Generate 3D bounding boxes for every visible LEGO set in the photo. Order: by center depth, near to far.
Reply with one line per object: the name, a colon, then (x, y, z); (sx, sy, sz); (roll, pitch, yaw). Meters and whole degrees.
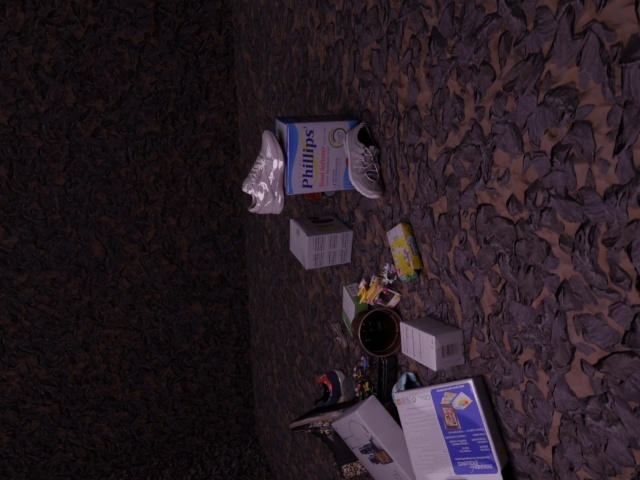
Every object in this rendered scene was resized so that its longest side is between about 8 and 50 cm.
LEGO set: (0.213, 0.187, 1.786); (0.287, 0.107, 0.132); (127, 165, -66)

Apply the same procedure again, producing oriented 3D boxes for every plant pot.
plant pot: (0.192, 0.316, 1.774); (0.165, 0.166, 0.167); (168, 93, -77)

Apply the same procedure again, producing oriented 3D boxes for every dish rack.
dish rack: (0.200, 0.471, 1.900); (0.271, 0.074, 0.209); (-143, 50, -61)

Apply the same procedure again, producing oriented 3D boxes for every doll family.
doll family: (0.160, 0.516, 1.815); (0.111, 0.075, 0.193); (-101, 1, -82)

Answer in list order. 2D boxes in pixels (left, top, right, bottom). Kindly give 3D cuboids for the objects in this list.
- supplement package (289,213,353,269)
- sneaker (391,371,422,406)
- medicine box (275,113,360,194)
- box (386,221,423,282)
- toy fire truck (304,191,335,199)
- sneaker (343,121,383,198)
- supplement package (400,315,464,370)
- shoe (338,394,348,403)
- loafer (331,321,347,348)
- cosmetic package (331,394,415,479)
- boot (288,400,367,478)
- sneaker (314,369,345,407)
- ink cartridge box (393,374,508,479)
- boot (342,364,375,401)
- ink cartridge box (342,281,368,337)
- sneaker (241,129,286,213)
supplement package: (0.000, 0.000, 2.056); (0.194, 0.202, 0.150); (-135, 42, -55)
sneaker: (0.318, 0.546, 1.593); (0.283, 0.109, 0.122); (-124, 37, -47)
medicine box: (-0.016, -0.325, 1.863); (0.149, 0.289, 0.264); (-138, 44, -58)
box: (0.274, 0.041, 1.610); (0.105, 0.043, 0.179); (138, 124, -64)
toy fire truck: (-0.061, -0.273, 2.023); (0.158, 0.246, 0.217); (-120, 29, -63)
sneaker: (0.153, -0.277, 1.714); (0.115, 0.105, 0.282); (-46, 57, 56)
supplement package: (0.329, 0.301, 1.480); (0.179, 0.105, 0.105); (-166, 70, -67)
shoe: (0.142, 0.779, 2.171); (0.058, 0.076, 0.219); (-30, 73, 40)
loafer: (0.081, 0.426, 2.221); (0.045, 0.039, 0.125); (113, 142, -51)
cosmetic package: (0.226, 0.735, 1.717); (0.377, 0.097, 0.284); (49, 151, 12)
boot: (0.044, 0.859, 2.128); (0.377, 0.138, 0.285); (-29, 82, 35)
sneaker: (0.055, 0.775, 2.265); (0.131, 0.148, 0.351); (146, 113, -66)
ink cartridge box: (0.369, 0.562, 1.413); (0.303, 0.072, 0.308); (-29, 70, 45)
boot: (0.150, 0.635, 2.080); (0.209, 0.075, 0.190); (122, 150, -48)
ink cartridge box: (0.136, 0.277, 1.990); (0.109, 0.062, 0.209); (-121, 22, -43)
sneaker: (-0.202, -0.235, 1.762); (0.114, 0.152, 0.306); (-143, 50, -63)
